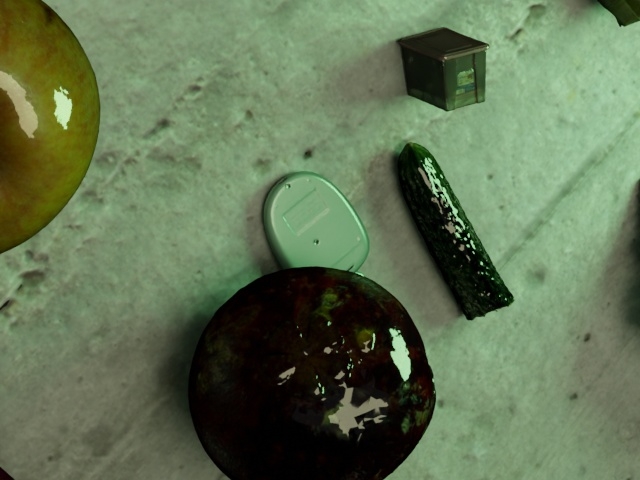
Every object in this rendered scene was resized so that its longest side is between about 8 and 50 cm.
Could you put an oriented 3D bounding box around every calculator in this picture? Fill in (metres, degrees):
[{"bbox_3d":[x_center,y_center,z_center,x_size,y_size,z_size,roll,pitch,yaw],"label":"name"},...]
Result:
[{"bbox_3d":[0.000,0.000,1.632,0.095,0.021,0.153,-39,113,-15],"label":"calculator"}]

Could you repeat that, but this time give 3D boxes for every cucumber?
[{"bbox_3d":[0.134,-0.009,1.685,0.058,0.052,0.214,-47,119,-34],"label":"cucumber"}]

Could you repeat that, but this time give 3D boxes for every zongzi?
[{"bbox_3d":[0.306,-0.316,1.724,0.154,0.062,0.130,41,59,-13],"label":"zongzi"}]

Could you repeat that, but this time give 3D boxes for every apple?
[{"bbox_3d":[-0.306,-0.102,1.319,0.264,0.264,0.264,-6,104,-27],"label":"apple"}]

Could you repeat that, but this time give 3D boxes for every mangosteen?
[{"bbox_3d":[0.002,0.152,1.578,0.231,0.231,0.289,-53,154,-9],"label":"mangosteen"}]

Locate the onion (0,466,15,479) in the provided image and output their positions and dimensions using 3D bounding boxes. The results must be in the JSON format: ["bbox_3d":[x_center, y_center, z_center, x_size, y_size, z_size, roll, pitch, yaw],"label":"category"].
[{"bbox_3d":[-0.337,0.310,1.364,0.260,0.282,0.336,-31,82,-17],"label":"onion"}]

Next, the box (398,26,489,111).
[{"bbox_3d":[0.123,-0.170,1.628,0.060,0.085,0.063,-19,117,-25],"label":"box"}]
